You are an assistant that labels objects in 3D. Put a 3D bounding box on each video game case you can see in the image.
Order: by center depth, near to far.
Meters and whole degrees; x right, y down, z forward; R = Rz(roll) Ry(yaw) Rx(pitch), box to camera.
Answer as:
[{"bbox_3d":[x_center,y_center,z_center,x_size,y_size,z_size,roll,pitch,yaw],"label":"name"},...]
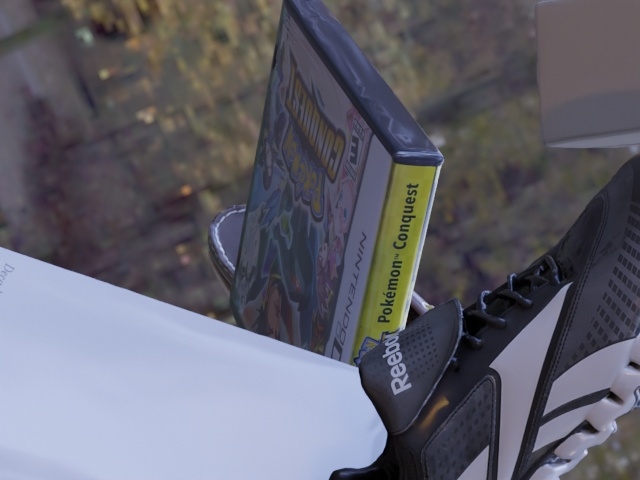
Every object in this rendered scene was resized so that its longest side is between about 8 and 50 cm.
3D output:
[{"bbox_3d":[0.000,0.000,1.239,0.275,0.035,0.248,-120,-143,-59],"label":"video game case"}]

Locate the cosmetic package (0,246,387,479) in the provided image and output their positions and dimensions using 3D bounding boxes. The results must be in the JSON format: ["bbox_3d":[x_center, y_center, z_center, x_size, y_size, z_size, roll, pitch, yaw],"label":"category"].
[{"bbox_3d":[-0.159,0.126,0.965,0.197,0.365,0.155,108,1,-46],"label":"cosmetic package"}]

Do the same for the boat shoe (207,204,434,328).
[{"bbox_3d":[0.016,0.056,1.680,0.324,0.116,0.097,37,-10,26],"label":"boat shoe"}]

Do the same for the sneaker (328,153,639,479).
[{"bbox_3d":[0.075,0.056,0.801,0.106,0.234,0.078,23,22,-12],"label":"sneaker"}]

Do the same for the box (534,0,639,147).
[{"bbox_3d":[0.283,-0.131,1.304,0.275,0.094,0.113,-4,-92,47],"label":"box"}]
